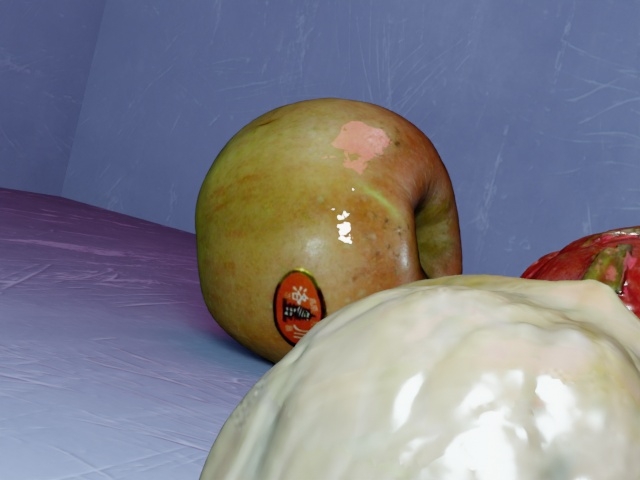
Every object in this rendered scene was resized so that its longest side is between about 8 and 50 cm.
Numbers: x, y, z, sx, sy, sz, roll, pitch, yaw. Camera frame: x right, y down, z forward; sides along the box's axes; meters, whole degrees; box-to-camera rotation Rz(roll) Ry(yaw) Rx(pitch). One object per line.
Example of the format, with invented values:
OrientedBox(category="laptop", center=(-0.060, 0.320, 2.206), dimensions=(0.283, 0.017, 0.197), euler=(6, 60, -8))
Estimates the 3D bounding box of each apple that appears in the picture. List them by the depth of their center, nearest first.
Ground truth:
OrientedBox(category="apple", center=(0.000, 0.000, 1.499), dimensions=(0.305, 0.338, 0.338), euler=(-2, -4, 24))

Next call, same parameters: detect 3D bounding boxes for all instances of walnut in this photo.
OrientedBox(category="walnut", center=(0.049, 0.114, 0.437), dimensions=(0.224, 0.224, 0.224), euler=(14, 3, -1))

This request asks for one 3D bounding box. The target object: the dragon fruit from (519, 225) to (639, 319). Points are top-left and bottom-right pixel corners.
OrientedBox(category="dragon fruit", center=(0.320, 0.119, 1.215), dimensions=(0.277, 0.277, 0.342), euler=(13, -8, -20))
